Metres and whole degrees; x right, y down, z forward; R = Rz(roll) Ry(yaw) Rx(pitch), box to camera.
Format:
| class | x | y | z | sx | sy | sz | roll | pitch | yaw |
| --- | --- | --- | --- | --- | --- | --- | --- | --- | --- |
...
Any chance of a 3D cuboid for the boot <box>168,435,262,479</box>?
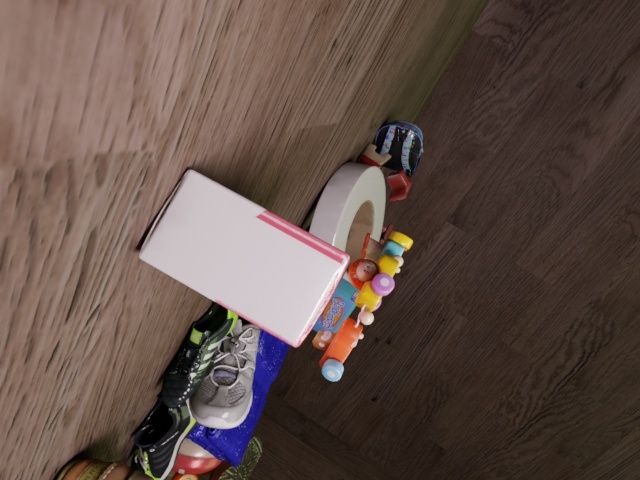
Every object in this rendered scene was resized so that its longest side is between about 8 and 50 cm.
| class | x | y | z | sx | sy | sz | roll | pitch | yaw |
| --- | --- | --- | --- | --- | --- | --- | --- | --- | --- |
| boot | -0.312 | 0.605 | 1.110 | 0.270 | 0.089 | 0.236 | -13 | -170 | 27 |

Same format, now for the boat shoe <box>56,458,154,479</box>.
| class | x | y | z | sx | sy | sz | roll | pitch | yaw |
| --- | --- | --- | --- | --- | --- | --- | --- | --- | --- |
| boat shoe | -0.306 | 0.379 | 0.590 | 0.307 | 0.105 | 0.110 | -64 | -179 | 35 |

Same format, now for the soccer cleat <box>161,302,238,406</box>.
| class | x | y | z | sx | sy | sz | roll | pitch | yaw |
| --- | --- | --- | --- | --- | --- | --- | --- | --- | --- |
| soccer cleat | -0.193 | 0.169 | 0.660 | 0.178 | 0.060 | 0.072 | -59 | 161 | -22 |

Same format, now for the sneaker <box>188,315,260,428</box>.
| class | x | y | z | sx | sy | sz | roll | pitch | yaw |
| --- | --- | --- | --- | --- | --- | --- | --- | --- | --- |
| sneaker | -0.161 | 0.192 | 0.740 | 0.281 | 0.105 | 0.115 | -97 | -162 | -62 |

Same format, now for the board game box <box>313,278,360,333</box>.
| class | x | y | z | sx | sy | sz | roll | pitch | yaw |
| --- | --- | --- | --- | --- | --- | --- | --- | --- | --- |
| board game box | -0.027 | 0.119 | 0.968 | 0.047 | 0.210 | 0.160 | -51 | 172 | -48 |

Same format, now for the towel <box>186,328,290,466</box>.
| class | x | y | z | sx | sy | sz | roll | pitch | yaw |
| --- | --- | --- | --- | --- | --- | --- | --- | --- | --- |
| towel | -0.157 | 0.306 | 0.924 | 0.227 | 0.077 | 0.308 | 69 | 36 | -46 |

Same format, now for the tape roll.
| class | x | y | z | sx | sy | sz | roll | pitch | yaw |
| --- | --- | --- | --- | --- | --- | --- | --- | --- | --- |
| tape roll | 0.077 | -0.012 | 1.130 | 0.392 | 0.072 | 0.391 | -48 | 147 | -48 |

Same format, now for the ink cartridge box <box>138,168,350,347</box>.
| class | x | y | z | sx | sy | sz | roll | pitch | yaw |
| --- | --- | --- | --- | --- | --- | --- | --- | --- | --- |
| ink cartridge box | -0.059 | 0.025 | 0.447 | 0.092 | 0.159 | 0.218 | -61 | 174 | -4 |

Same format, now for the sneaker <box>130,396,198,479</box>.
| class | x | y | z | sx | sy | sz | roll | pitch | yaw |
| --- | --- | --- | --- | --- | --- | --- | --- | --- | --- |
| sneaker | -0.292 | 0.342 | 0.739 | 0.234 | 0.084 | 0.097 | -59 | 150 | 8 |

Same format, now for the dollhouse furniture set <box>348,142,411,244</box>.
| class | x | y | z | sx | sy | sz | roll | pitch | yaw |
| --- | --- | --- | --- | --- | --- | --- | --- | --- | --- |
| dollhouse furniture set | 0.150 | -0.095 | 1.356 | 0.152 | 0.202 | 0.374 | -54 | 174 | -33 |

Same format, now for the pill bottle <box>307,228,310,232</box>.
| class | x | y | z | sx | sy | sz | roll | pitch | yaw |
| --- | --- | --- | --- | --- | --- | --- | --- | --- | --- |
| pill bottle | 0.000 | 0.000 | 1.168 | 0.160 | 0.087 | 0.087 | -53 | 173 | -41 |

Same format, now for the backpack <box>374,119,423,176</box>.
| class | x | y | z | sx | sy | sz | roll | pitch | yaw |
| --- | --- | --- | --- | --- | --- | --- | --- | --- | --- |
| backpack | 0.249 | -0.308 | 1.340 | 0.173 | 0.159 | 0.116 | 93 | 20 | -55 |

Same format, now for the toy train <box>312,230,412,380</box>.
| class | x | y | z | sx | sy | sz | roll | pitch | yaw |
| --- | --- | --- | --- | --- | --- | --- | --- | --- | --- |
| toy train | 0.039 | 0.053 | 0.429 | 0.166 | 0.046 | 0.125 | -51 | 169 | -52 |

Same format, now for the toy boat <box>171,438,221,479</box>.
| class | x | y | z | sx | sy | sz | roll | pitch | yaw |
| --- | --- | --- | --- | --- | --- | --- | --- | --- | --- |
| toy boat | -0.298 | 0.508 | 0.979 | 0.231 | 0.151 | 0.150 | 107 | -4 | -66 |
